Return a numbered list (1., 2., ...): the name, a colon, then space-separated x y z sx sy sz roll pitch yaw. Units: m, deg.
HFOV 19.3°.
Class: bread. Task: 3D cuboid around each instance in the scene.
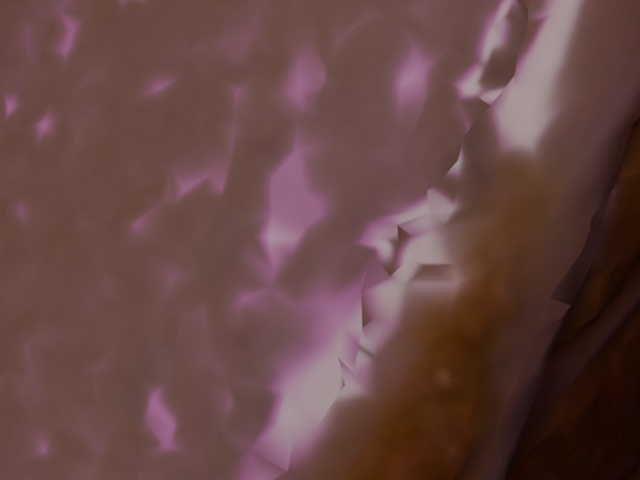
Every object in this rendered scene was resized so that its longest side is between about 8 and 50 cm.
1. bread: 0.000 0.000 0.523 0.279 0.371 0.390 29 97 30
